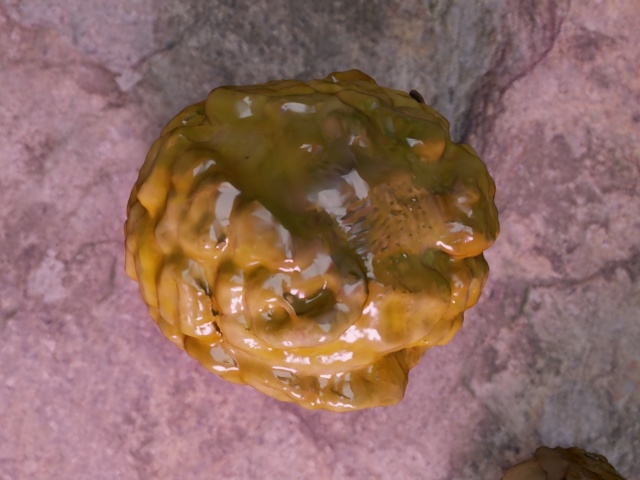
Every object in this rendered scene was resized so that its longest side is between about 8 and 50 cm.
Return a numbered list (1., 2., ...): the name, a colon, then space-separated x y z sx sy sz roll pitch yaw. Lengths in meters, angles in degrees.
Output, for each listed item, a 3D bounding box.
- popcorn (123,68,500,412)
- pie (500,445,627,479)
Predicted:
1. popcorn: 0.000 0.000 1.307 0.250 0.190 0.250 2 72 -6
2. pie: 0.219 0.238 1.279 0.128 0.282 0.068 11 115 -36
